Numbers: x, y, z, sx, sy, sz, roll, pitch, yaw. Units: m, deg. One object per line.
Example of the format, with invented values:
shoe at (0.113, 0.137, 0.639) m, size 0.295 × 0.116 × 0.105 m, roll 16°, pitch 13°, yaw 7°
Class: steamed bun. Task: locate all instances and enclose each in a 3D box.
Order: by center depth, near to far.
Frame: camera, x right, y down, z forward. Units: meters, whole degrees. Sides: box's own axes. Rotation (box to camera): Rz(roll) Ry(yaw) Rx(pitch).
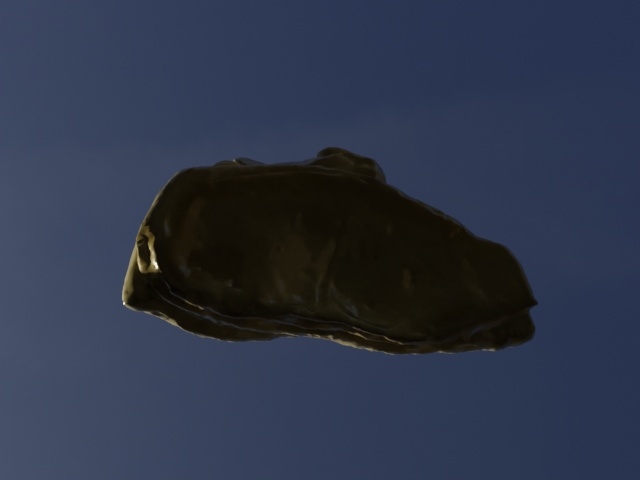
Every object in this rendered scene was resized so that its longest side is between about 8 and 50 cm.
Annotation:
steamed bun at (0.000, 0.000, 1.128) m, size 0.428 × 0.189 × 0.247 m, roll 5°, pitch -102°, yaw -19°
